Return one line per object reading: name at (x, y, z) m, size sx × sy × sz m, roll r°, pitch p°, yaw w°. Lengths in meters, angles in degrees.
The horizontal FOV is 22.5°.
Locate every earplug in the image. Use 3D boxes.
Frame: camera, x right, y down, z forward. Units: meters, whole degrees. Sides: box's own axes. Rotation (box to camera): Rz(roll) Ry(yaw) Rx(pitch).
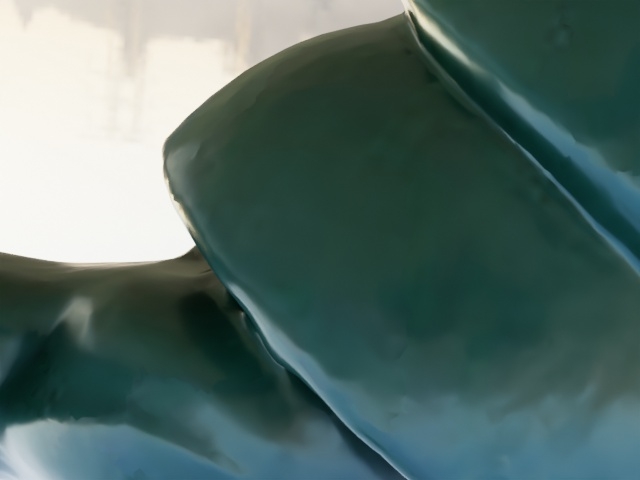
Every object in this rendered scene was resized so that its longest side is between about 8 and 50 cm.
earplug at (-0.004, -0.006, 0.384) m, size 0.257 × 0.280 × 0.164 m, roll 47°, pitch -171°, yaw -16°
